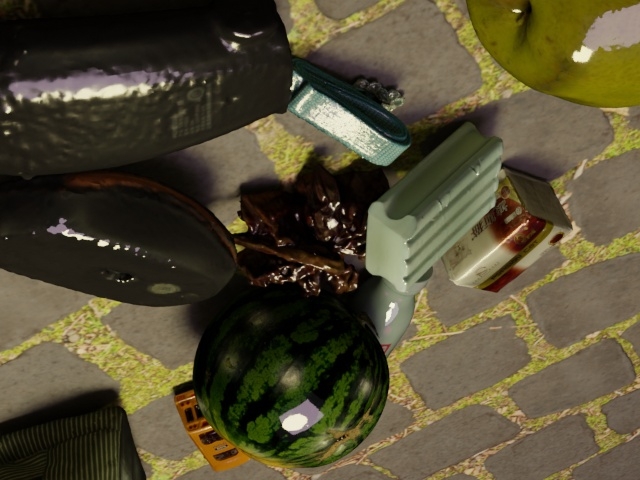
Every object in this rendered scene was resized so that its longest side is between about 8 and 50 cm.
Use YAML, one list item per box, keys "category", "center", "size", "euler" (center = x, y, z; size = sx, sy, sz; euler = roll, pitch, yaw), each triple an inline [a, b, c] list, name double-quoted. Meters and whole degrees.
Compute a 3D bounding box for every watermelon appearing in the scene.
- category: "watermelon"
  center: [-0.038, 0.180, 1.695]
  size: [0.268, 0.269, 0.269]
  euler: [-14, 146, -10]

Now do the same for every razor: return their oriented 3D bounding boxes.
- category: "razor"
  center: [-0.192, -0.156, 1.273]
  size: [0.326, 0.107, 0.189]
  euler: [-12, 146, -13]

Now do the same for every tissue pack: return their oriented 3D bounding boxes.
- category: "tissue pack"
  center: [0.243, -0.010, 1.712]
  size: [0.106, 0.099, 0.148]
  euler: [14, 133, -41]

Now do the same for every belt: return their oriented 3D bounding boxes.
- category: "belt"
  center: [0.022, -0.155, 1.432]
  size: [0.179, 0.100, 0.065]
  euler: [29, 125, -31]

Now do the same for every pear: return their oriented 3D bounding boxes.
- category: "pear"
  center: [0.289, -0.262, 1.242]
  size: [0.294, 0.294, 0.294]
  euler: [-14, 146, -10]

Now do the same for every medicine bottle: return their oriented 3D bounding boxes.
- category: "medicine bottle"
  center: [0.084, 0.099, 1.790]
  size: [0.090, 0.090, 0.217]
  euler: [0, 140, -27]

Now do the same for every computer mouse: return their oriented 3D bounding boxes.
- category: "computer mouse"
  center: [-0.239, -0.010, 1.439]
  size: [0.323, 0.116, 0.183]
  euler: [19, 145, -39]

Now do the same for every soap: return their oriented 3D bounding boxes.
- category: "soap"
  center: [0.139, -0.042, 1.550]
  size: [0.198, 0.066, 0.119]
  euler: [-41, 148, -33]

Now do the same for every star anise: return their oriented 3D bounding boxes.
- category: "star anise"
  center: [0.000, 0.000, 1.582]
  size: [0.220, 0.126, 0.190]
  euler: [-29, 149, 7]

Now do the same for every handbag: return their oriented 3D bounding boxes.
- category: "handbag"
  center: [-0.379, 0.405, 1.860]
  size: [0.240, 0.247, 0.341]
  euler: [-5, 147, -3]

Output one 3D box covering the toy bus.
- category: "toy bus"
  center: [-0.154, 0.287, 1.929]
  size: [0.083, 0.088, 0.194]
  euler: [-20, 147, 1]
